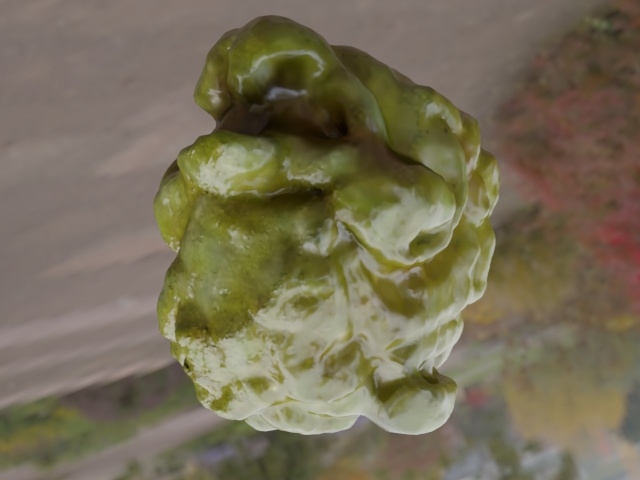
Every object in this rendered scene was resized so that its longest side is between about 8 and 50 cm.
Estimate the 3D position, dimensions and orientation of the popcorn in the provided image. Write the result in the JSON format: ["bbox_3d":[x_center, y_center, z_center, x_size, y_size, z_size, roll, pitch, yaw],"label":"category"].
[{"bbox_3d":[0.000,0.000,1.296,0.241,0.250,0.235,16,156,-24],"label":"popcorn"}]
